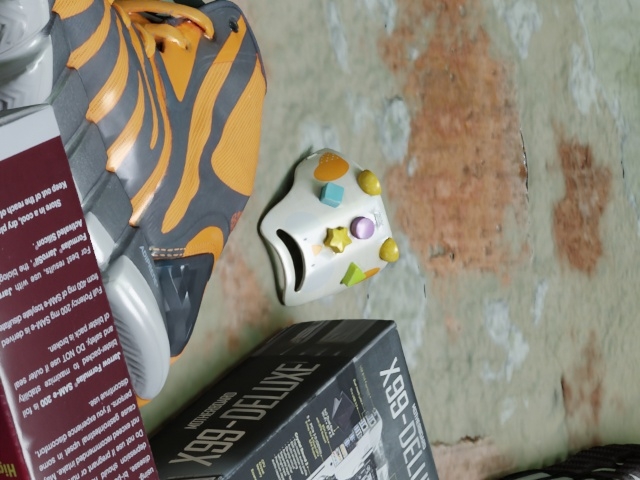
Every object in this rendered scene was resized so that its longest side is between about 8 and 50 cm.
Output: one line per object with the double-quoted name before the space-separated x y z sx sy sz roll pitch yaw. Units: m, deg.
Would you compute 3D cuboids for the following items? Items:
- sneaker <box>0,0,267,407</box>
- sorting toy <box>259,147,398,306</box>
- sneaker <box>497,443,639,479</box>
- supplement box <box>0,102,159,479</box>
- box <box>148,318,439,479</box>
"sneaker" -0.122 -0.093 0.777 0.180 0.125 0.321 -63 146 -45
"sorting toy" 0.000 0.000 1.012 0.075 0.045 0.083 -30 111 -34
"sneaker" 0.211 0.233 1.254 0.281 0.106 0.162 -3 93 -47
"supplement box" -0.139 0.076 0.695 0.073 0.130 0.239 -33 112 -53
"box" -0.006 0.227 0.927 0.242 0.077 0.307 -40 118 -52
